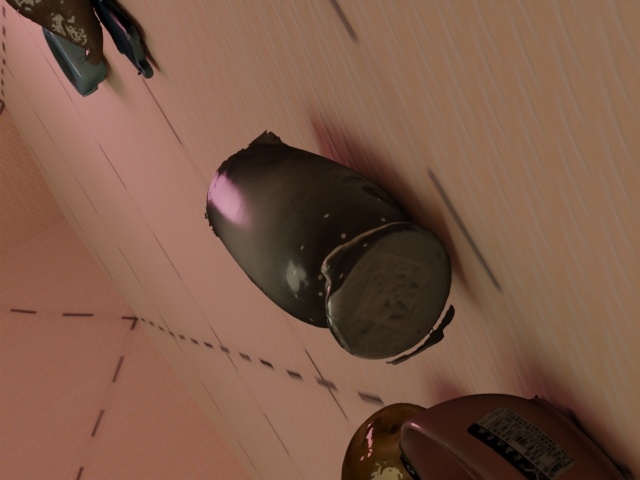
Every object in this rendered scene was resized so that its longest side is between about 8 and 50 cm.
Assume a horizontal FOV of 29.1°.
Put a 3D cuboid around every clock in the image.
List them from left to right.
[{"bbox_3d":[-0.325,-0.244,1.639,0.108,0.045,0.147,58,168,0],"label":"clock"}]

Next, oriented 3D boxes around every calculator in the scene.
[{"bbox_3d":[-0.221,-0.233,1.343,0.141,0.019,0.094,48,164,40],"label":"calculator"}]

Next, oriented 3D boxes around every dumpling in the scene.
[{"bbox_3d":[-0.324,-0.342,1.308,0.166,0.086,0.332,45,155,45],"label":"dumpling"}]

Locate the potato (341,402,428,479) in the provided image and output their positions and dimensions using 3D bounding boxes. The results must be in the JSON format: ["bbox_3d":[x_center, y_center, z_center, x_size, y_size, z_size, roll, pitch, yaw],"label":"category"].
[{"bbox_3d":[0.110,0.292,1.060,0.195,0.176,0.369,-90,-19,-61],"label":"potato"}]

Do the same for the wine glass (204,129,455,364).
[{"bbox_3d":[0.000,0.000,0.870,0.204,0.111,0.111,39,157,51],"label":"wine glass"}]

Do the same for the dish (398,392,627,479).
[{"bbox_3d":[0.145,0.182,0.812,0.213,0.090,0.213,50,164,20],"label":"dish"}]
